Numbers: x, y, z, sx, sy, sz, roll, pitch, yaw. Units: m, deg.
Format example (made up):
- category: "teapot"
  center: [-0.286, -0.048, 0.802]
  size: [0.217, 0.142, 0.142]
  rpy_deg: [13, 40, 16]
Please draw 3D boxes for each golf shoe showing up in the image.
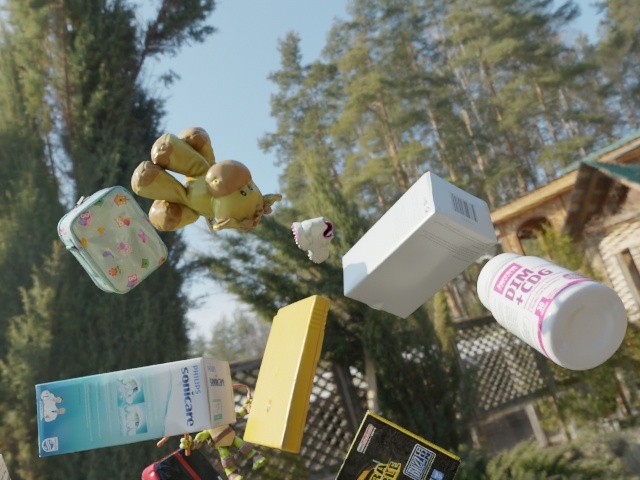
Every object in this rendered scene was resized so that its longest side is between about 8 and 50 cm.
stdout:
- category: "golf shoe"
  center: [0.000, 0.000, 2.402]
  size: [0.140, 0.115, 0.306]
  rpy_deg: [-24, -22, 8]

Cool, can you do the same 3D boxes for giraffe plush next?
- category: "giraffe plush"
  center: [-0.168, -0.075, 1.038]
  size: [0.171, 0.181, 0.210]
  rpy_deg: [14, -27, 42]

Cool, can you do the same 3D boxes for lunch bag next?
- category: "lunch bag"
  center: [-0.585, -0.001, 1.798]
  size: [0.108, 0.279, 0.224]
  rpy_deg: [3, 40, 49]

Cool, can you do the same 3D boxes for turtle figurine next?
- category: "turtle figurine"
  center: [-0.251, 0.503, 1.607]
  size: [0.270, 0.217, 0.087]
  rpy_deg: [-28, -19, -33]

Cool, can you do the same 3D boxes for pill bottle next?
- category: "pill bottle"
  center: [0.424, 0.120, 1.224]
  size: [0.160, 0.160, 0.283]
  rpy_deg: [-13, 15, -11]

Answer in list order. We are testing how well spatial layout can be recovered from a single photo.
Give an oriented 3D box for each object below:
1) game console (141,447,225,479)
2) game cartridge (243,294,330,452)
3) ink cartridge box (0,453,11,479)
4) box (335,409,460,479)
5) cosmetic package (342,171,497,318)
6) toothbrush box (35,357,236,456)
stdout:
- category: "game console"
  center: [-0.318, 0.761, 1.824]
  size: [0.060, 0.386, 0.342]
  rpy_deg: [-44, -11, 2]
- category: "game cartridge"
  center: [-0.076, 0.298, 1.437]
  size: [0.053, 0.323, 0.285]
  rpy_deg: [20, -19, -17]
- category: "ink cartridge box"
  center: [-0.680, 0.513, 1.305]
  size: [0.060, 0.180, 0.104]
  rpy_deg: [-5, 27, -2]
- category: "box"
  center: [0.161, 0.623, 1.575]
  size: [0.257, 0.322, 0.079]
  rpy_deg: [26, -14, 11]
- category: "cosmetic package"
  center: [0.249, 0.027, 1.701]
  size: [0.217, 0.156, 0.385]
  rpy_deg: [25, -47, -25]
- category: "toothbrush box"
  center: [-0.321, 0.298, 1.167]
  size: [0.296, 0.126, 0.216]
  rpy_deg: [-10, -13, 0]
